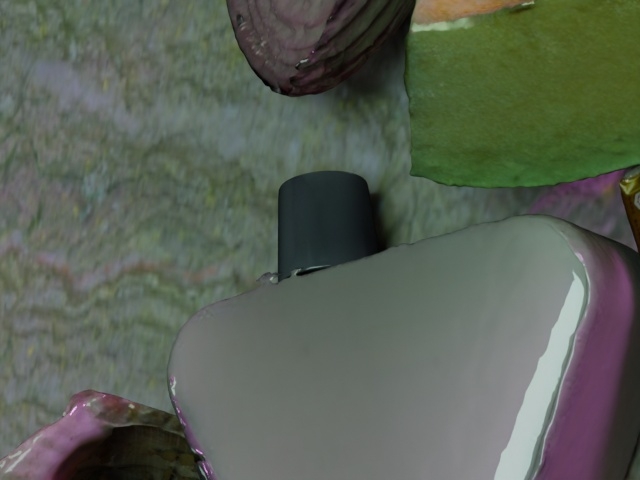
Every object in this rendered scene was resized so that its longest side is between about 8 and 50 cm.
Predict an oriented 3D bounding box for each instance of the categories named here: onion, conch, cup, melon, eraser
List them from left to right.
[{"bbox_3d":[-0.143,0.247,1.080,0.186,0.324,0.263,-161,85,-80],"label":"conch"},{"bbox_3d":[0.000,0.000,1.096,0.100,0.078,0.077,141,129,-57],"label":"cup"},{"bbox_3d":[0.024,-0.244,1.105,0.250,0.111,0.247,-67,27,24],"label":"onion"},{"bbox_3d":[0.071,0.163,0.968,0.331,0.150,0.331,-9,73,32],"label":"eraser"},{"bbox_3d":[0.170,-0.233,0.939,0.331,0.226,0.343,-29,36,51],"label":"melon"}]

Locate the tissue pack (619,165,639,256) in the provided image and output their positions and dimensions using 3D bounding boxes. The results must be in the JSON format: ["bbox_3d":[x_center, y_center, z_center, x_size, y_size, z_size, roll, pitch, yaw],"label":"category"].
[{"bbox_3d":[0.294,0.036,0.874,0.183,0.092,0.226,-23,71,28],"label":"tissue pack"}]
